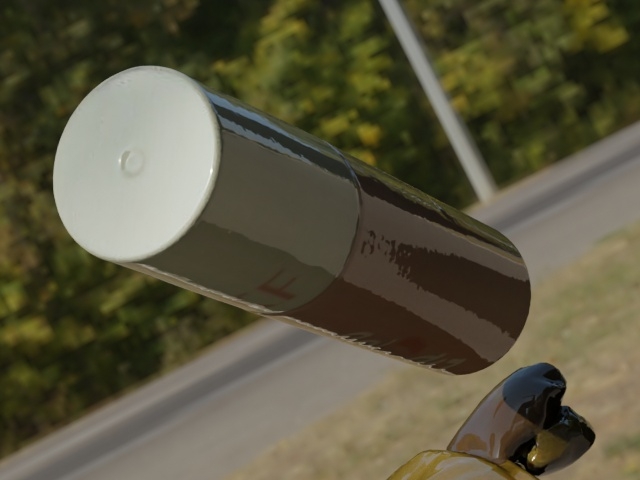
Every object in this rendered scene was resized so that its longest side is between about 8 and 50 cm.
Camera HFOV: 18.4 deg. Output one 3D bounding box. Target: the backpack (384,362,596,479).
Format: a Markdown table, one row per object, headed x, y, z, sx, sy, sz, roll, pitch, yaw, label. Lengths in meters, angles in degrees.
| x | y | z | sx | sy | sz | roll | pitch | yaw | label |
| --- | --- | --- | --- | --- | --- | --- | --- | --- | --- |
| 0.022 | 0.218 | 0.849 | 0.353 | 0.201 | 0.378 | -28 | 5 | -19 | backpack |

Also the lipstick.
| x | y | z | sx | sy | sz | roll | pitch | yaw | label |
| --- | --- | --- | --- | --- | --- | --- | --- | --- | --- |
| 0.000 | 0.000 | 0.760 | 0.070 | 0.070 | 0.254 | -26 | -24 | 22 | lipstick |
